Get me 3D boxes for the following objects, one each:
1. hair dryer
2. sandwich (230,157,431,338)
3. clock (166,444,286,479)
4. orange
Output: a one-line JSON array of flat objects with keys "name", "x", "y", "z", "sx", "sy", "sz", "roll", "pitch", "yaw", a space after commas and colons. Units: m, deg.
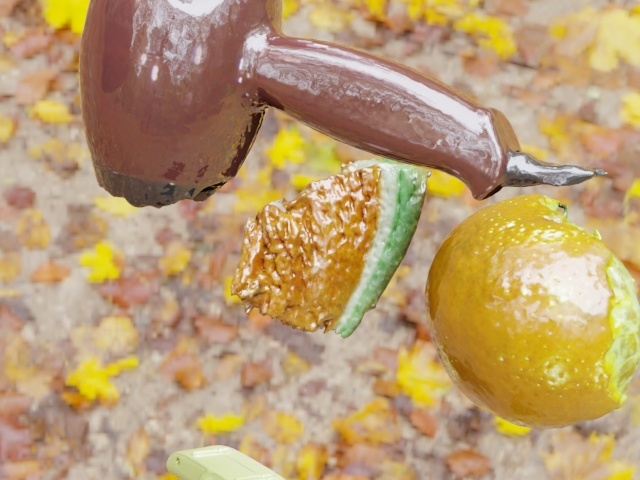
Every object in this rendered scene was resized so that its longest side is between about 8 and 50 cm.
[{"name": "hair dryer", "x": 0.021, "y": -0.134, "z": 0.875, "sx": 0.340, "sy": 0.313, "sz": 0.123, "roll": 22, "pitch": 15, "yaw": 21}, {"name": "sandwich", "x": 0.004, "y": -0.008, "z": 1.399, "sx": 0.160, "sy": 0.185, "sz": 0.109, "roll": 17, "pitch": 13, "yaw": -19}, {"name": "clock", "x": -0.090, "y": 0.322, "z": 1.410, "sx": 0.069, "sy": 0.232, "sz": 0.170, "roll": -2, "pitch": 12, "yaw": -36}, {"name": "orange", "x": 0.170, "y": 0.063, "z": 1.258, "sx": 0.158, "sy": 0.179, "sz": 0.237, "roll": -10, "pitch": 19, "yaw": -2}]
